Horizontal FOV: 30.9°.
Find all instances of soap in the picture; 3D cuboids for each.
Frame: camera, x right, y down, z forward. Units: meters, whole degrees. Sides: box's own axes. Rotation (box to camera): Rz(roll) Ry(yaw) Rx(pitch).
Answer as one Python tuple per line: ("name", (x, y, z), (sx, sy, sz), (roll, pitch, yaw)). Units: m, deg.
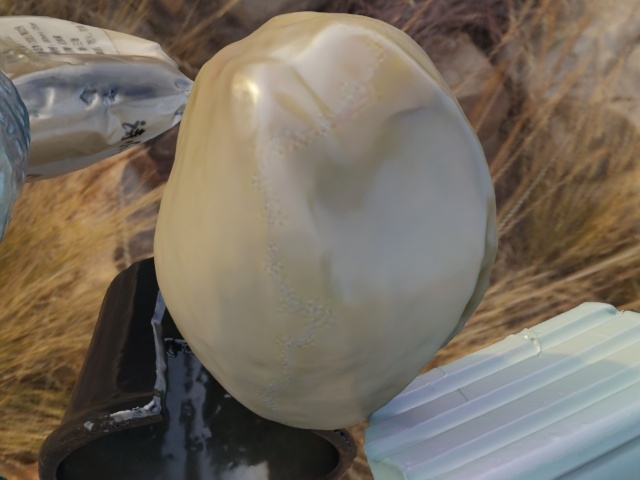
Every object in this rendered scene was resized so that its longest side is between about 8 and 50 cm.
("soap", (0.162, 0.145, 0.852), (0.289, 0.173, 0.095), (-19, 109, -28))

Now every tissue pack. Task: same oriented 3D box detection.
("tissue pack", (-0.370, -0.151, 1.270), (0.390, 0.375, 0.195), (-9, 99, -25))

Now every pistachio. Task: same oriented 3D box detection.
("pistachio", (0.000, 0.000, 0.760), (0.226, 0.332, 0.208), (21, 43, 12))

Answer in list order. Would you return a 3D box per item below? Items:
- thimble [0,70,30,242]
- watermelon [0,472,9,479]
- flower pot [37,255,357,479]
("thimble", (-0.365, -0.071, 0.934), (0.250, 0.205, 0.172), (14, 33, -12))
("watermelon", (-0.312, 0.168, 0.728), (0.321, 0.188, 0.175), (2, 36, -26))
("flower pot", (-0.159, 0.179, 1.433), (0.379, 0.379, 0.251), (11, 53, -30))
